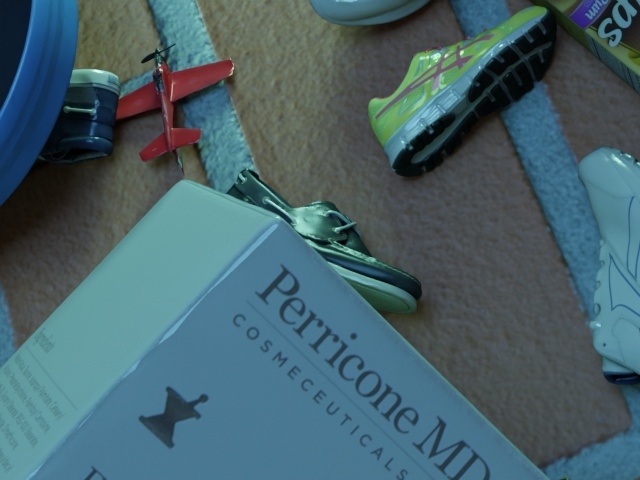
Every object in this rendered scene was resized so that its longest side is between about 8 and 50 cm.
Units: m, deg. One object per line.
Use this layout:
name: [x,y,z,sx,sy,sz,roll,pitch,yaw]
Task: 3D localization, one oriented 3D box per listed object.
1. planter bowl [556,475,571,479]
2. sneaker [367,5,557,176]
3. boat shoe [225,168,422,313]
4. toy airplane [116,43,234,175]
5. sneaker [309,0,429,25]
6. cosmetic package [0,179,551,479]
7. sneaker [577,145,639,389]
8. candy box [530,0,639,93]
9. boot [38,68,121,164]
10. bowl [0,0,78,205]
planter bowl: [0.168,0.280,1.495,0.162,0.162,0.109,-39,85,0]
sneaker: [0.127,-0.159,1.752,0.208,0.081,0.094,-38,56,1]
boat shoe: [0.000,0.000,1.723,0.233,0.084,0.079,25,77,32]
toy airplane: [-0.156,-0.133,1.880,0.151,0.028,0.151,-9,63,19]
sneaker: [0.109,-0.324,1.797,0.305,0.152,0.114,-32,61,6]
cosmetic package: [-0.094,0.210,1.428,0.393,0.329,0.327,-47,16,-6]
sneaker: [0.277,0.047,1.583,0.129,0.111,0.297,-30,58,12]
candy box: [0.282,-0.225,1.740,0.109,0.053,0.186,-43,60,-3]
boot: [-0.294,-0.121,1.905,0.190,0.069,0.086,-5,71,26]
bowl: [-0.396,-0.166,1.896,0.391,0.077,0.391,-18,60,35]
